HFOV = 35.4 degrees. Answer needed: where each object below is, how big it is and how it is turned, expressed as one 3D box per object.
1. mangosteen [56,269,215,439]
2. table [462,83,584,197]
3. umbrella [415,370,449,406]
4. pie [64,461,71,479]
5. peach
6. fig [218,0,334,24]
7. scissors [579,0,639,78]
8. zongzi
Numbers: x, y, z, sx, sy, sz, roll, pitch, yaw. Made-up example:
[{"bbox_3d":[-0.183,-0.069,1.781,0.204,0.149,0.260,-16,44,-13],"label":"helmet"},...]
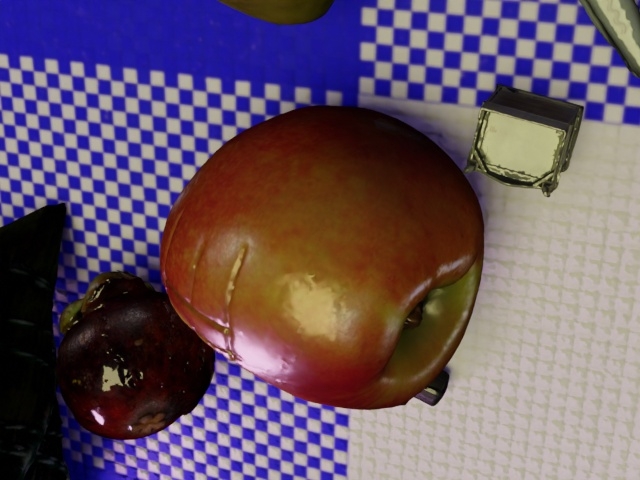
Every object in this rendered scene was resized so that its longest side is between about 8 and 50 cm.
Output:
[{"bbox_3d":[-0.199,0.111,1.040,0.166,0.166,0.180,-48,63,31],"label":"mangosteen"},{"bbox_3d":[0.168,-0.082,0.832,0.079,0.083,0.062,17,116,15],"label":"table"},{"bbox_3d":[0.018,0.107,0.988,0.224,0.071,0.080,24,147,7],"label":"umbrella"},{"bbox_3d":[-0.423,0.288,1.232,0.274,0.105,0.257,19,117,13],"label":"pie"},{"bbox_3d":[0.000,0.000,0.867,0.274,0.248,0.245,27,86,28],"label":"peach"},{"bbox_3d":[-0.036,-0.291,0.756,0.239,0.239,0.271,0,129,24],"label":"fig"},{"bbox_3d":[0.187,-0.252,0.777,0.138,0.041,0.289,-28,97,22],"label":"scissors"},{"bbox_3d":[-0.356,0.211,1.064,0.319,0.383,0.362,-24,133,18],"label":"zongzi"}]
